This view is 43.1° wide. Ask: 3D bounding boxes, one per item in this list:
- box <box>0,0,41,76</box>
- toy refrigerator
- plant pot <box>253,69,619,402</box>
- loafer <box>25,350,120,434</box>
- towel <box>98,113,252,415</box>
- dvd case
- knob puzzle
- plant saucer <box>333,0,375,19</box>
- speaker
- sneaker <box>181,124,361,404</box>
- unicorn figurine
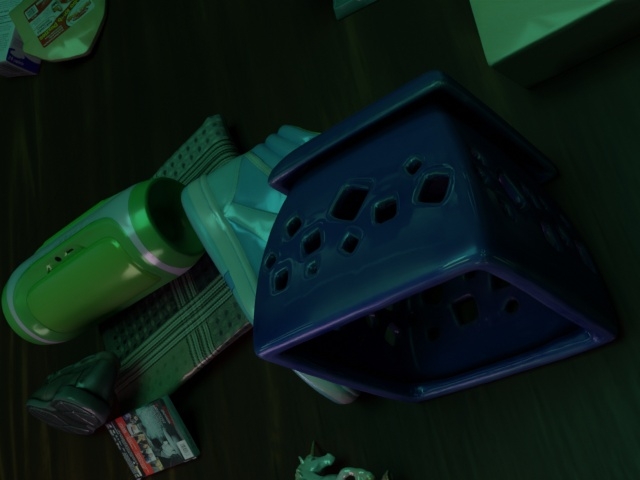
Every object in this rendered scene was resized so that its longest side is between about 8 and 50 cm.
[{"bbox_3d":[-0.590,-0.394,1.572,0.126,0.072,0.137,7,81,42],"label":"box"},{"bbox_3d":[0.277,-0.248,0.732,0.269,0.094,0.102,-25,67,35],"label":"toy refrigerator"},{"bbox_3d":[0.093,0.000,0.723,0.236,0.236,0.212,-27,53,34],"label":"plant pot"},{"bbox_3d":[-0.329,0.209,1.110,0.267,0.096,0.084,-25,35,57],"label":"loafer"},{"bbox_3d":[-0.190,0.041,1.092,0.324,0.056,0.312,-39,56,23],"label":"towel"},{"bbox_3d":[-0.215,0.251,1.029,0.119,0.013,0.087,-28,92,34],"label":"dvd case"},{"bbox_3d":[-0.455,-0.396,1.462,0.213,0.030,0.213,-6,72,18],"label":"knob puzzle"},{"bbox_3d":[0.040,-0.379,1.039,0.067,0.018,0.192,-17,64,37],"label":"plant saucer"},{"bbox_3d":[-0.282,0.032,1.049,0.296,0.131,0.131,-29,58,30],"label":"speaker"},{"bbox_3d":[0.000,0.000,0.877,0.208,0.127,0.319,-39,67,5],"label":"sneaker"},{"bbox_3d":[0.027,0.263,0.804,0.111,0.060,0.162,-27,59,32],"label":"unicorn figurine"}]
